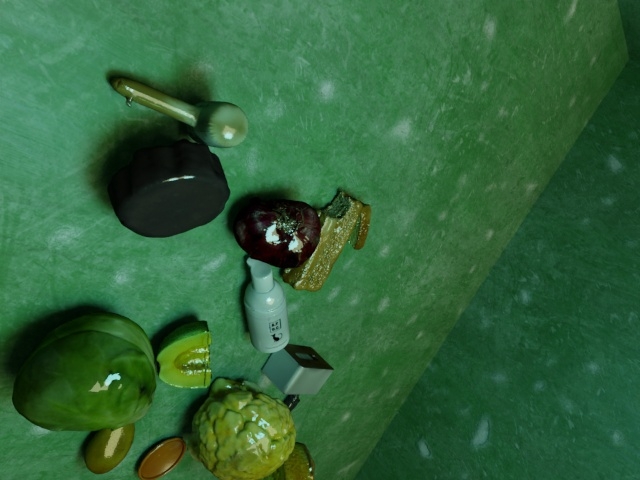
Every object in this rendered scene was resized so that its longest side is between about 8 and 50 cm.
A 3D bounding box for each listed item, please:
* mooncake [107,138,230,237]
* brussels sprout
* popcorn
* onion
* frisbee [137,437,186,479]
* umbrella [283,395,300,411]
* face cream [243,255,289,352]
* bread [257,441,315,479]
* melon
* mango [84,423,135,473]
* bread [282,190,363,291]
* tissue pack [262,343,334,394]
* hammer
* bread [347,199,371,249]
[{"bbox_3d":[-0.364,-0.127,1.333,0.283,0.141,0.283,-22,159,-9],"label":"mooncake"},{"bbox_3d":[-0.576,0.350,1.429,0.315,0.276,0.371,-51,146,2],"label":"brussels sprout"},{"bbox_3d":[-0.280,0.704,1.991,0.390,0.354,0.344,37,89,-11],"label":"popcorn"},{"bbox_3d":[-0.137,-0.025,1.678,0.281,0.281,0.221,13,65,-52],"label":"onion"},{"bbox_3d":[-0.577,0.786,1.998,0.192,0.035,0.192,-30,139,-30],"label":"frisbee"},{"bbox_3d":[-0.148,0.736,2.427,0.236,0.059,0.066,-56,162,6],"label":"umbrella"},{"bbox_3d":[-0.187,0.213,1.868,0.145,0.145,0.370,-32,140,-28],"label":"face cream"},{"bbox_3d":[-0.195,1.045,2.366,0.215,0.398,0.398,25,99,-40],"label":"bread"},{"bbox_3d":[-0.434,0.344,1.732,0.169,0.129,0.265,-6,129,-20],"label":"melon"},{"bbox_3d":[-0.655,0.627,1.731,0.136,0.099,0.227,19,95,-47],"label":"mango"},{"bbox_3d":[0.000,0.000,1.940,0.185,0.109,0.380,17,105,-48],"label":"bread"},{"bbox_3d":[-0.090,0.522,2.229,0.136,0.159,0.246,-57,145,8],"label":"tissue pack"},{"bbox_3d":[-0.329,-0.303,1.274,0.305,0.202,0.113,17,89,-35],"label":"hammer"},{"bbox_3d":[0.131,-0.058,2.041,0.065,0.103,0.187,-21,135,-38],"label":"bread"}]
